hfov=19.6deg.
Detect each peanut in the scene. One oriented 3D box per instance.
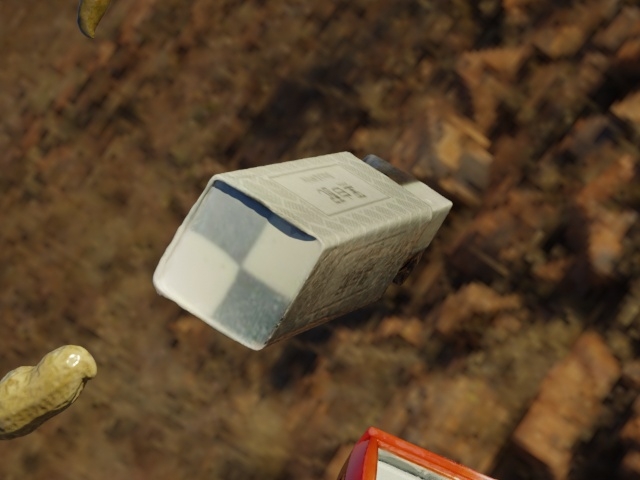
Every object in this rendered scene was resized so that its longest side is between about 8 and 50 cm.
[{"bbox_3d":[-0.353,0.187,2.302,0.174,0.080,0.080,-34,27,19],"label":"peanut"}]

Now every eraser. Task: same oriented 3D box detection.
[{"bbox_3d":[0.000,0.000,1.418,0.098,0.096,0.404,-59,-12,13],"label":"eraser"}]

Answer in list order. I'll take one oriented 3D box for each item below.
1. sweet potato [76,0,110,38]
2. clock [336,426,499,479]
[{"bbox_3d":[-0.207,-0.319,1.765,0.069,0.059,0.249,17,94,27],"label":"sweet potato"},{"bbox_3d":[0.081,0.204,1.265,0.061,0.155,0.113,-58,11,31],"label":"clock"}]
